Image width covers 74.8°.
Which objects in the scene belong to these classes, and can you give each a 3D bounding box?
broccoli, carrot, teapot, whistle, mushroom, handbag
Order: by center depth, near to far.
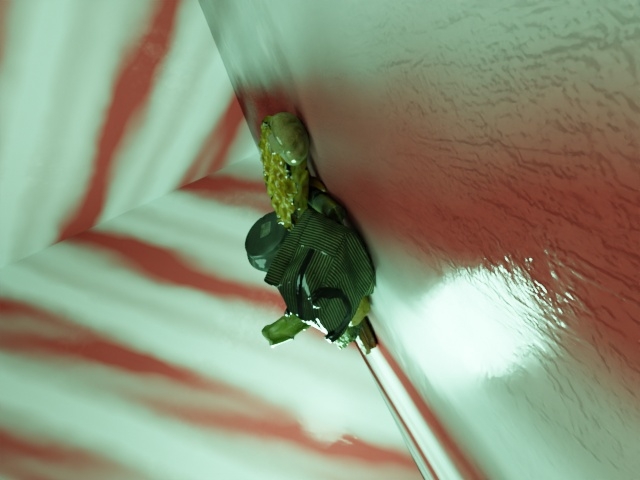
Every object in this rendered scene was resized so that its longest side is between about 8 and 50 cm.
[{"bbox_3d":[0.005,0.109,1.154,0.247,0.240,0.340,28,155,29],"label":"handbag"},{"bbox_3d":[-0.091,-0.279,1.156,0.148,0.112,0.148,162,90,-80],"label":"mushroom"},{"bbox_3d":[0.015,-0.105,1.244,0.068,0.057,0.326,63,175,-21],"label":"whistle"},{"bbox_3d":[-0.012,-0.176,1.311,0.035,0.035,0.142,67,170,-26],"label":"carrot"},{"bbox_3d":[-0.006,0.327,1.700,0.397,0.353,0.274,-50,-38,-48],"label":"broccoli"},{"bbox_3d":[-0.145,0.031,1.966,0.362,0.306,0.376,45,-149,-42],"label":"teapot"}]

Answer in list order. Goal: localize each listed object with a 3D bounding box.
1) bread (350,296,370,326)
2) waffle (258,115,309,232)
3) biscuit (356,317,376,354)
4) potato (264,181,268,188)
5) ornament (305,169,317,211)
[{"bbox_3d":[0.093,0.194,1.507,0.244,0.134,0.244,60,175,8],"label":"bread"},{"bbox_3d":[-0.127,-0.222,1.421,0.379,0.095,0.382,-137,39,-57],"label":"waffle"},{"bbox_3d":[0.177,0.396,1.914,0.259,0.079,0.259,155,90,-85],"label":"biscuit"},{"bbox_3d":[-0.179,-0.294,1.788,0.157,0.157,0.194,-124,13,-59],"label":"potato"},{"bbox_3d":[-0.097,-0.242,1.565,0.251,0.106,0.260,50,152,45],"label":"ornament"}]
